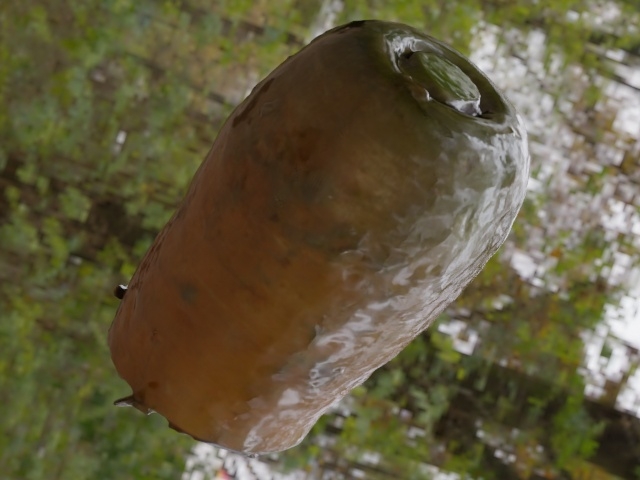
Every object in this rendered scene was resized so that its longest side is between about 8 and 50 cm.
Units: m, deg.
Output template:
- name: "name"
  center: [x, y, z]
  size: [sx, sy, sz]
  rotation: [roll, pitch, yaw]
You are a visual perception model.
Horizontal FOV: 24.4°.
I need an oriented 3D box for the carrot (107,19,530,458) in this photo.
- name: "carrot"
  center: [0.000, 0.000, 1.138]
  size: [0.340, 0.224, 0.224]
  rotation: [-54, -163, 27]
